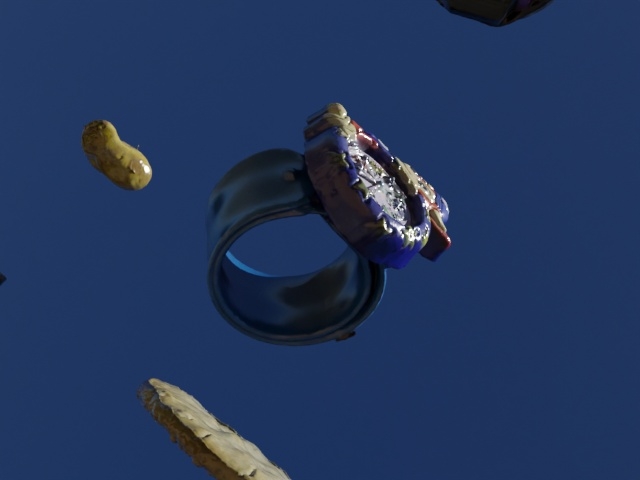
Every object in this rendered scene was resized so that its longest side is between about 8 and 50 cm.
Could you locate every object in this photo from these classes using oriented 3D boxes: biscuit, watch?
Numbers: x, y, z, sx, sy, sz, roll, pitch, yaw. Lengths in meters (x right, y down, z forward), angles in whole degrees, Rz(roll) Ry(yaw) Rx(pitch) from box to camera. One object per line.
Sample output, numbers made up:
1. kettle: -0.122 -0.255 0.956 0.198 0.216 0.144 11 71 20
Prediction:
1. biscuit: -0.089 0.204 1.244 0.290 0.141 0.038 36 -92 29
2. watch: -0.004 -0.001 1.215 0.200 0.196 0.171 -36 -156 19

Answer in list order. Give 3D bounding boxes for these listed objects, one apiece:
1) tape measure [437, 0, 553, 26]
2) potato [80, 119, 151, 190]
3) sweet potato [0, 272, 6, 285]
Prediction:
1. tape measure: 0.157 -0.313 1.080 0.149 0.245 0.231 14 -132 -1
2. potato: -0.218 -0.088 1.380 0.046 0.092 0.045 -12 -139 46
3. sweet potato: -0.380 0.043 1.115 0.077 0.244 0.077 10 -73 38
